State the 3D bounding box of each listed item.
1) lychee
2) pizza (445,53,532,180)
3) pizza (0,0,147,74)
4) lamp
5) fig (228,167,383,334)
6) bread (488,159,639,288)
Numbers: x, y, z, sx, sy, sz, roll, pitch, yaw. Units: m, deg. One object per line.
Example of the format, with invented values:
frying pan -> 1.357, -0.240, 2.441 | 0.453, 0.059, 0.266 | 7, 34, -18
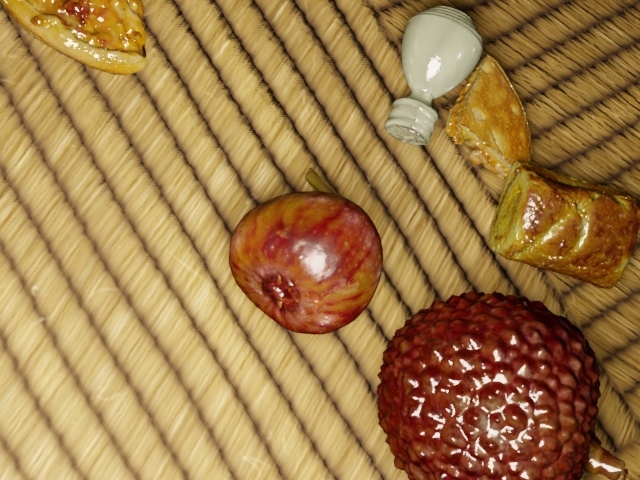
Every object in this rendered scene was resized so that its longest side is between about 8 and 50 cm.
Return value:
lychee -> 0.203, 0.193, 1.355 | 0.300, 0.264, 0.264 | 29, 62, 12
pizza -> 0.215, -0.159, 1.586 | 0.134, 0.046, 0.175 | 1, 75, -36
pizza -> -0.310, -0.320, 1.429 | 0.305, 0.085, 0.161 | 44, 61, -3
lamp -> 0.141, -0.216, 1.565 | 0.106, 0.106, 0.193 | 27, 74, -11
fig -> 0.003, 0.006, 1.404 | 0.175, 0.175, 0.207 | 49, 43, 1
bread -> 0.314, -0.020, 1.551 | 0.172, 0.103, 0.132 | 16, 96, -18
